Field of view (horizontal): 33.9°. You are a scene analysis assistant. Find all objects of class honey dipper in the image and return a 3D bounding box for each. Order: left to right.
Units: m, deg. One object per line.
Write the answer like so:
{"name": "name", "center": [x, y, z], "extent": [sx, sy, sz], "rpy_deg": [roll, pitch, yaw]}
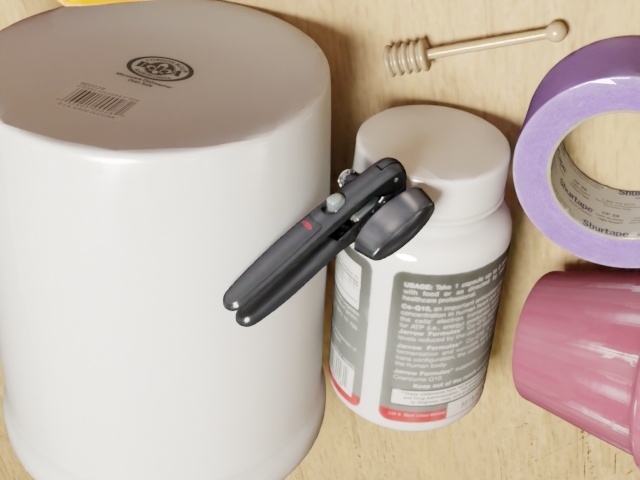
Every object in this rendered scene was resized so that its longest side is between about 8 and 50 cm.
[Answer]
{"name": "honey dipper", "center": [0.135, -0.172, 0.921], "extent": [0.160, 0.030, 0.030], "rpy_deg": [-8, 121, 22]}

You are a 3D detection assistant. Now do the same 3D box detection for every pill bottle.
{"name": "pill bottle", "center": [0.094, 0.027, 0.994], "extent": [0.161, 0.161, 0.283], "rpy_deg": [13, 127, 13]}

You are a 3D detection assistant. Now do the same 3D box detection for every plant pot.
{"name": "plant pot", "center": [0.286, 0.108, 0.972], "extent": [0.180, 0.201, 0.201], "rpy_deg": [12, 130, 33]}

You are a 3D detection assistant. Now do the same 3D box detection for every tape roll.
{"name": "tape roll", "center": [0.266, -0.074, 0.906], "extent": [0.189, 0.080, 0.189], "rpy_deg": [10, 128, 13]}

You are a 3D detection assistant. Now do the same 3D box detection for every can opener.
{"name": "can opener", "center": [0.000, 0.000, 0.834], "extent": [0.186, 0.073, 0.059], "rpy_deg": [-34, 130, -10]}

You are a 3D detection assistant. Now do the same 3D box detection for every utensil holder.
{"name": "utensil holder", "center": [-0.148, 0.008, 0.981], "extent": [0.327, 0.327, 0.385], "rpy_deg": [13, 125, 13]}

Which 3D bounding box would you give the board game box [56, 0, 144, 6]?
{"name": "board game box", "center": [-0.023, -0.367, 0.512], "extent": [0.356, 0.356, 0.356], "rpy_deg": [47, 137, 35]}
